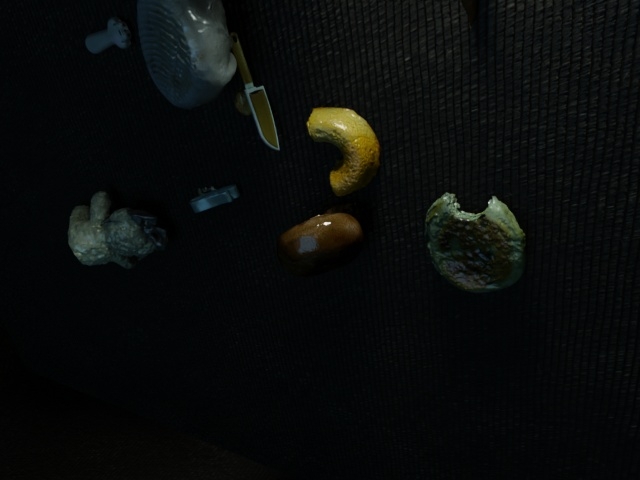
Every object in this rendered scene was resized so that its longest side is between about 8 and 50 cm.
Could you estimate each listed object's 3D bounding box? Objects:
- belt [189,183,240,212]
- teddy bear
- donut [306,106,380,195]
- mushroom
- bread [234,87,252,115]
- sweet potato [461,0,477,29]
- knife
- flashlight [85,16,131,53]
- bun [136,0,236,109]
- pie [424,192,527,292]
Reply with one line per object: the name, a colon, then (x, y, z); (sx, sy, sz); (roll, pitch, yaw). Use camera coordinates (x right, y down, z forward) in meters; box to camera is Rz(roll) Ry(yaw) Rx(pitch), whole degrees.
belt: (-0.337, -0.144, 2.111); (0.179, 0.100, 0.065); (-14, 113, 24)
teddy bear: (-0.749, -0.047, 2.443); (0.362, 0.375, 0.328); (-24, 112, -1)
donut: (0.075, -0.245, 1.726); (0.152, 0.101, 0.259); (-13, 110, 34)
mushroom: (0.012, 0.009, 1.846); (0.163, 0.278, 0.297); (58, 178, 11)
bread: (-0.207, -0.394, 1.838); (0.083, 0.046, 0.081); (-5, 113, 39)
sweet potato: (0.317, -0.538, 1.359); (0.056, 0.056, 0.195); (16, 134, 25)
knife: (-0.178, -0.409, 1.792); (0.027, 0.061, 0.343); (3, 114, 57)
flashlight: (-0.648, -0.619, 1.979); (0.200, 0.047, 0.093); (-4, 119, 40)
bun: (-0.342, -0.520, 1.713); (0.354, 0.194, 0.355); (34, 136, 41)
pie: (0.404, 0.011, 1.701); (0.302, 0.067, 0.303); (19, 132, 23)
